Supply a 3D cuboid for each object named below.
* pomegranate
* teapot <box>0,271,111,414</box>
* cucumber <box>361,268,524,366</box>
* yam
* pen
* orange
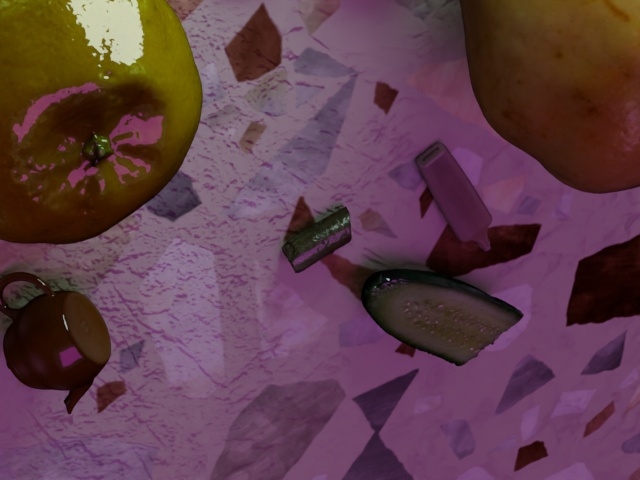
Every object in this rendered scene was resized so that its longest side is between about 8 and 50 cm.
[{"bbox_3d":[0.334,-0.249,1.371,0.412,0.411,0.411,-17,130,-22],"label":"pomegranate"},{"bbox_3d":[-0.298,0.111,1.412,0.116,0.116,0.173,-32,107,-8],"label":"teapot"},{"bbox_3d":[0.143,0.082,1.689,0.244,0.063,0.115,26,115,-42],"label":"cucumber"},{"bbox_3d":[0.000,0.000,1.553,0.094,0.043,0.043,-30,133,-9],"label":"yam"},{"bbox_3d":[0.177,-0.047,1.639,0.053,0.032,0.197,-38,132,-4],"label":"pen"},{"bbox_3d":[-0.241,-0.125,1.171,0.279,0.235,0.279,-24,141,-21],"label":"orange"}]
